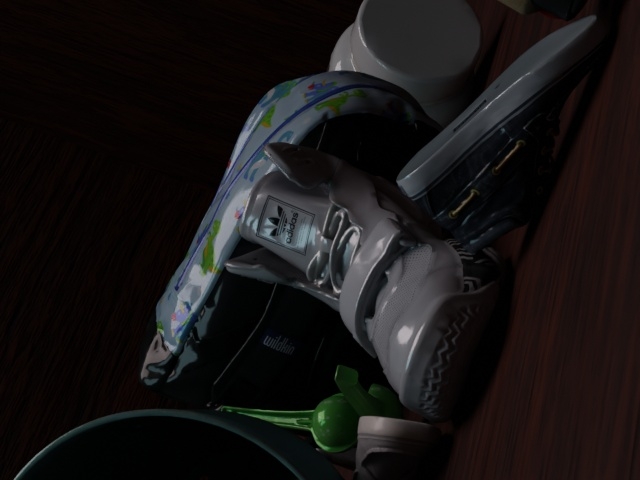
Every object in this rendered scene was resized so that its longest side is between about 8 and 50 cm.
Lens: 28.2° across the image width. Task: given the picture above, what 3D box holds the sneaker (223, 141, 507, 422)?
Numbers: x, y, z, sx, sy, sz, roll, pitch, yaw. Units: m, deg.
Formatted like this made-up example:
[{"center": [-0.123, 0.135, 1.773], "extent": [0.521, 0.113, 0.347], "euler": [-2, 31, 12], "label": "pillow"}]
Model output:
[{"center": [0.027, 0.025, 1.037], "extent": [0.366, 0.210, 0.137], "euler": [-73, 2, -75], "label": "sneaker"}]

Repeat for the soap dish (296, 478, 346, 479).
[{"center": [-0.033, 0.326, 1.270], "extent": [0.291, 0.118, 0.229], "euler": [111, 179, -81], "label": "soap dish"}]

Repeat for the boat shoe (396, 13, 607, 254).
[{"center": [0.146, -0.073, 0.902], "extent": [0.183, 0.083, 0.065], "euler": [-42, 11, 19], "label": "boat shoe"}]

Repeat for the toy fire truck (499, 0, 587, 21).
[{"center": [0.192, -0.295, 0.959], "extent": [0.246, 0.158, 0.217], "euler": [-27, -34, -61], "label": "toy fire truck"}]

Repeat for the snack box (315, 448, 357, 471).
[{"center": [0.044, 0.183, 1.445], "extent": [0.178, 0.064, 0.022], "euler": [-71, 0, -47], "label": "snack box"}]

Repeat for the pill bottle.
[{"center": [0.101, -0.196, 1.817], "extent": [0.361, 0.204, 0.204], "euler": [111, 179, -62], "label": "pill bottle"}]

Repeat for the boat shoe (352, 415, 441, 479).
[{"center": [0.052, 0.180, 1.002], "extent": [0.184, 0.066, 0.063], "euler": [113, 166, -70], "label": "boat shoe"}]

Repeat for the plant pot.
[{"center": [-0.088, 0.268, 1.003], "extent": [0.235, 0.293, 0.293], "euler": [8, -78, -78], "label": "plant pot"}]

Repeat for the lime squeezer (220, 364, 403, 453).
[{"center": [0.006, 0.158, 1.129], "extent": [0.310, 0.110, 0.058], "euler": [151, 120, -65], "label": "lime squeezer"}]

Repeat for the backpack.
[{"center": [0.000, 0.000, 1.324], "extent": [0.273, 0.290, 0.355], "euler": [-102, 33, -55], "label": "backpack"}]
